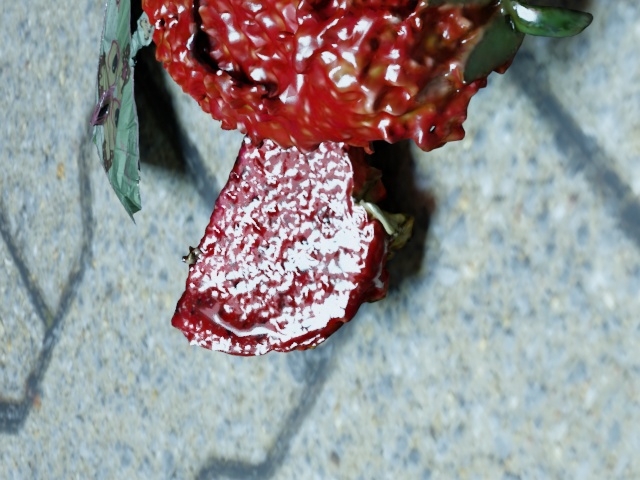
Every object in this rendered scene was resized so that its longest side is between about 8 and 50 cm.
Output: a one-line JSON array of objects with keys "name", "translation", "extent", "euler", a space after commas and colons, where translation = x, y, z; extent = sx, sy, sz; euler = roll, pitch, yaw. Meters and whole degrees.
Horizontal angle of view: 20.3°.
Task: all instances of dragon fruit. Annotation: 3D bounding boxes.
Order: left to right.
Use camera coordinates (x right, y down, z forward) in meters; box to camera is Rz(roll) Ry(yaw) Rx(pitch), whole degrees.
[{"name": "dragon fruit", "translation": [0.000, 0.000, 0.960], "extent": [0.106, 0.083, 0.162], "euler": [32, 104, 28]}]

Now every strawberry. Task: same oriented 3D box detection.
[{"name": "strawberry", "translation": [-0.001, -0.134, 0.848], "extent": [0.286, 0.106, 0.188], "euler": [-11, 59, 43]}]

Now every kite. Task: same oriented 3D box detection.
[{"name": "kite", "translation": [-0.122, -0.117, 1.132], "extent": [0.250, 0.012, 0.229], "euler": [134, 134, -62]}]
